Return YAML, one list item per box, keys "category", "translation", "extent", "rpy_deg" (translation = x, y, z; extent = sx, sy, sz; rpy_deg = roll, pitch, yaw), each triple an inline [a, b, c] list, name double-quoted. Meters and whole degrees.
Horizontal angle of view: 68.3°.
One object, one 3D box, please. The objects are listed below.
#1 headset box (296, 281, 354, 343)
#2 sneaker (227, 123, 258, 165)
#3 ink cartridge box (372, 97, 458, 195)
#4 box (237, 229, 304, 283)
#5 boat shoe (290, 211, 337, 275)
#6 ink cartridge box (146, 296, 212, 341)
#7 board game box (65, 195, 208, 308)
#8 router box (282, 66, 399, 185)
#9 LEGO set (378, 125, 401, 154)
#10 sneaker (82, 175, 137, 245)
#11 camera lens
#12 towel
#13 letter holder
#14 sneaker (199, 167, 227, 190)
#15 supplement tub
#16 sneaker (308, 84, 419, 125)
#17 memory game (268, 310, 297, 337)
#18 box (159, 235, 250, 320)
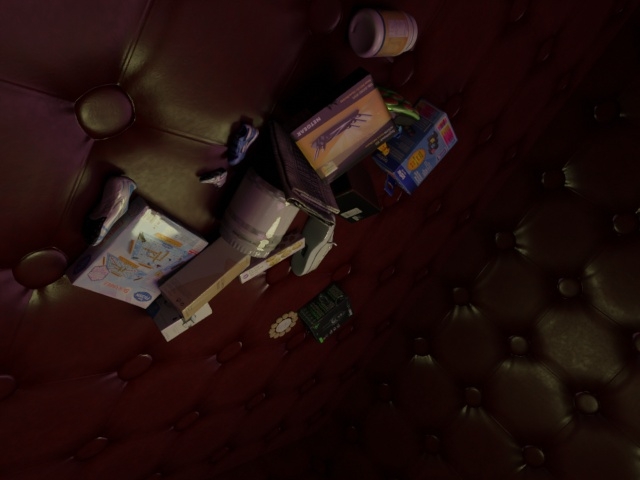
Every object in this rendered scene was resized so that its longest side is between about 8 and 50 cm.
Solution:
- category: "headset box"
  translation: [0.025, 0.404, 2.573]
  extent: [0.283, 0.131, 0.246]
  rpy_deg: [-37, 147, -13]
- category: "sneaker"
  translation: [-0.257, -0.306, 1.489]
  extent: [0.144, 0.053, 0.059]
  rpy_deg: [-58, 149, 3]
- category: "ink cartridge box"
  translation: [0.404, -0.386, 2.101]
  extent: [0.395, 0.151, 0.270]
  rpy_deg: [-49, 149, 7]
- category: "box"
  translation: [-0.209, 0.064, 1.961]
  extent: [0.324, 0.063, 0.067]
  rpy_deg: [-30, 144, -24]
- category: "boat shoe"
  translation: [0.005, 0.007, 2.085]
  extent: [0.156, 0.136, 0.367]
  rpy_deg: [-12, 138, -43]
- category: "ink cartridge box"
  translation: [-0.520, 0.255, 1.736]
  extent: [0.190, 0.139, 0.082]
  rpy_deg: [-34, 145, -20]
- category: "board game box"
  translation: [-0.570, 0.051, 1.509]
  extent: [0.318, 0.066, 0.319]
  rpy_deg: [-46, 150, -1]
- category: "router box"
  translation: [0.070, -0.361, 1.521]
  extent: [0.309, 0.081, 0.243]
  rpy_deg: [-37, 131, 4]
- category: "LEGO set"
  translation: [0.263, -0.415, 1.953]
  extent: [0.227, 0.087, 0.093]
  rpy_deg: [-42, 149, -5]
- category: "sneaker"
  translation: [-0.591, -0.077, 1.325]
  extent: [0.237, 0.085, 0.086]
  rpy_deg: [-53, 156, 17]
- category: "camera lens"
  translation: [-0.200, -0.108, 1.623]
  extent: [0.219, 0.219, 0.274]
  rpy_deg: [6, 122, -53]
- category: "towel"
  translation: [-0.049, -0.223, 1.596]
  extent: [0.056, 0.324, 0.312]
  rpy_deg: [-24, 155, 21]
- category: "letter holder"
  translation: [0.106, -0.226, 1.951]
  extent: [0.152, 0.214, 0.302]
  rpy_deg: [-22, 158, 23]
- category: "sneaker"
  translation: [-0.345, -0.188, 1.530]
  extent: [0.098, 0.038, 0.069]
  rpy_deg: [-25, 142, -31]
- category: "supplement tub"
  translation: [0.203, -0.671, 1.526]
  extent: [0.199, 0.144, 0.144]
  rpy_deg: [-20, 140, -37]
- category: "sneaker"
  translation: [0.150, -0.442, 1.724]
  extent: [0.482, 0.185, 0.202]
  rpy_deg: [-12, 141, -28]
- category: "memory game"
  translation: [-0.194, 0.442, 2.468]
  extent: [0.186, 0.012, 0.186]
  rpy_deg: [-31, 147, -23]
- category: "box"
  translation: [-0.401, 0.123, 1.668]
  extent: [0.311, 0.121, 0.148]
  rpy_deg: [-43, 171, -21]
